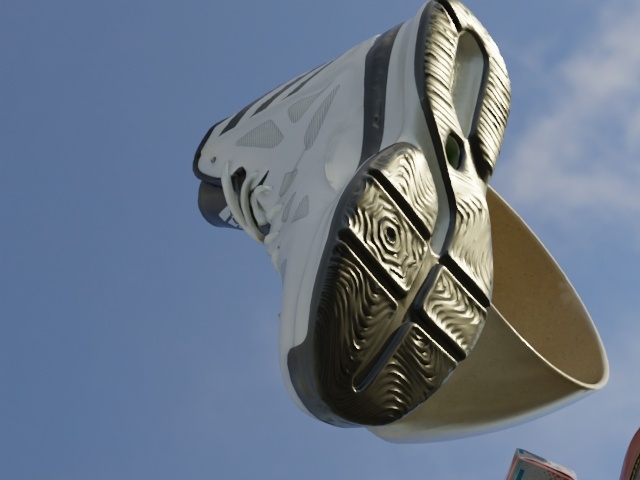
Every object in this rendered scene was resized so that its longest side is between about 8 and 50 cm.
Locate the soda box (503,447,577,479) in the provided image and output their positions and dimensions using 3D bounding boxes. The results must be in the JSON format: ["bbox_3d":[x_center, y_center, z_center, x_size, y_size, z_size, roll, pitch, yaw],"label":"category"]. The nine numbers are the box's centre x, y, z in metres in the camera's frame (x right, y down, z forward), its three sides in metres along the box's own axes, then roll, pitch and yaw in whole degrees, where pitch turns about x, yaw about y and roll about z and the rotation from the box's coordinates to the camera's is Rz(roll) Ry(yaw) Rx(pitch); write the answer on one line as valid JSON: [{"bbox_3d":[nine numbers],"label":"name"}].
[{"bbox_3d":[0.161,0.274,1.491,0.063,0.058,0.183,-7,-60,-84],"label":"soda box"}]

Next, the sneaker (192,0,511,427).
[{"bbox_3d":[0.001,0.000,1.434,0.169,0.257,0.447,48,-141,-26],"label":"sneaker"}]

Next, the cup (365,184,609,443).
[{"bbox_3d":[0.133,0.099,1.964,0.237,0.331,0.331,-40,-37,20],"label":"cup"}]

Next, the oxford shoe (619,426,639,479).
[{"bbox_3d":[0.313,0.338,1.614,0.123,0.130,0.348,4,-78,-1],"label":"oxford shoe"}]

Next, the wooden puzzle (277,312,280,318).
[{"bbox_3d":[-0.013,0.097,1.514,0.006,0.083,0.049,-36,-13,6],"label":"wooden puzzle"}]
